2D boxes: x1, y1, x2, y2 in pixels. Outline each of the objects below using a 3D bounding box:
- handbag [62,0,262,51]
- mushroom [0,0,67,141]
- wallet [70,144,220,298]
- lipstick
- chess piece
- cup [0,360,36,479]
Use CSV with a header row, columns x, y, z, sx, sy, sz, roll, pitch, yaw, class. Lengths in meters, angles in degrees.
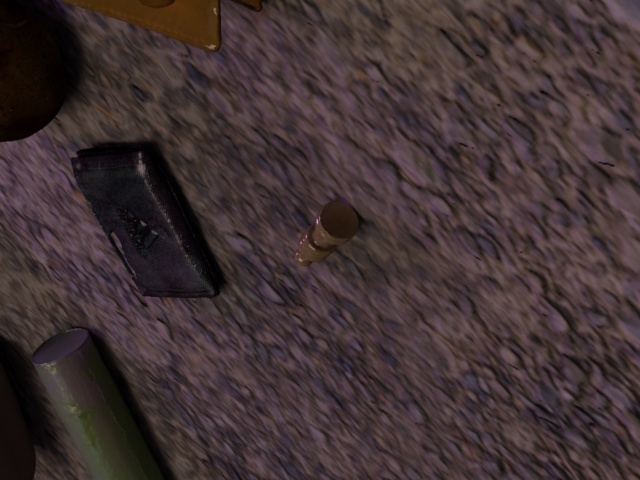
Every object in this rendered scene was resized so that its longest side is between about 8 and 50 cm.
x,y,z,sx,sy,sz,roll,pitch,yaw,class
-0.169,-0.341,1.154,0.283,0.133,0.401,24,140,24,handbag
-0.343,-0.165,1.499,0.231,0.138,0.194,16,135,39,mushroom
-0.162,-0.017,1.542,0.111,0.030,0.166,-1,125,43,wallet
-0.231,0.240,1.834,0.076,0.076,0.304,5,127,46,lipstick
0.000,0.000,1.375,0.035,0.035,0.092,47,150,2,chess piece
-0.478,0.227,1.992,0.253,0.191,0.200,14,137,34,cup
